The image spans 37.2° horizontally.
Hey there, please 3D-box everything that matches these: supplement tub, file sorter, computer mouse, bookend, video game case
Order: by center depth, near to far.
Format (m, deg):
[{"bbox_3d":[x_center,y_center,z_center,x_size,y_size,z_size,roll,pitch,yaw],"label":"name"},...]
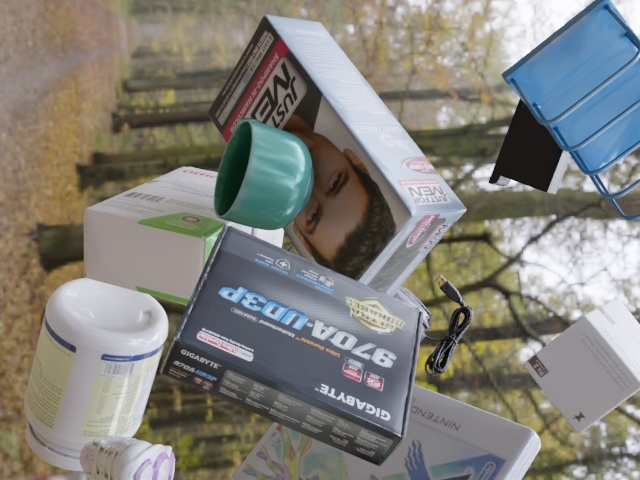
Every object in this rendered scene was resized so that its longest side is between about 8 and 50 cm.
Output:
[{"bbox_3d":[0.278,-0.117,0.896,0.170,0.118,0.104,39,24,-34],"label":"file sorter"},{"bbox_3d":[0.025,0.287,1.009,0.300,0.329,0.036,15,-33,43],"label":"video game case"},{"bbox_3d":[0.321,-0.120,1.219,0.072,0.157,0.156,0,110,-65],"label":"bookend"},{"bbox_3d":[0.183,0.119,1.848,0.184,0.262,0.060,-52,-177,-27],"label":"computer mouse"},{"bbox_3d":[-0.447,0.263,1.867,0.235,0.236,0.324,-112,-142,-60],"label":"supplement tub"}]

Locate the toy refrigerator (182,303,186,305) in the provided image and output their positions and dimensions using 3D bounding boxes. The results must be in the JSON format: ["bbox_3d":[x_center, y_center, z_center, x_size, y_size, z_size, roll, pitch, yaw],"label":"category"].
[{"bbox_3d":[-0.180,0.073,1.780,0.102,0.270,0.094,-82,-168,-51],"label":"toy refrigerator"}]

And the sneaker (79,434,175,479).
[{"bbox_3d":[-0.310,0.363,1.476,0.305,0.152,0.114,115,-13,-76],"label":"sneaker"}]

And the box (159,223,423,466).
[{"bbox_3d":[-0.019,0.092,0.889,0.175,0.220,0.051,-72,-172,-53],"label":"box"}]

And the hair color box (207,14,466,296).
[{"bbox_3d":[0.009,-0.112,1.291,0.374,0.114,0.185,56,-51,26],"label":"hair color box"}]

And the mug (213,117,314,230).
[{"bbox_3d":[-0.065,-0.091,1.211,0.129,0.097,0.157,-24,-127,63],"label":"mug"}]

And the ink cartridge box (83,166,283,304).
[{"bbox_3d":[-0.196,-0.015,1.436,0.273,0.199,0.114,-37,136,-61],"label":"ink cartridge box"}]

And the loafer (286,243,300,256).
[{"bbox_3d":[0.000,0.000,1.457,0.050,0.148,0.056,36,29,-54],"label":"loafer"}]

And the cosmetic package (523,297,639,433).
[{"bbox_3d":[0.483,0.214,1.655,0.151,0.184,0.151,-47,-109,30],"label":"cosmetic package"}]
